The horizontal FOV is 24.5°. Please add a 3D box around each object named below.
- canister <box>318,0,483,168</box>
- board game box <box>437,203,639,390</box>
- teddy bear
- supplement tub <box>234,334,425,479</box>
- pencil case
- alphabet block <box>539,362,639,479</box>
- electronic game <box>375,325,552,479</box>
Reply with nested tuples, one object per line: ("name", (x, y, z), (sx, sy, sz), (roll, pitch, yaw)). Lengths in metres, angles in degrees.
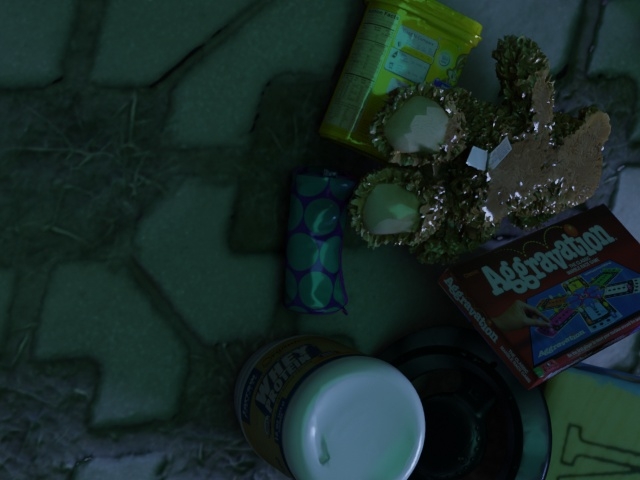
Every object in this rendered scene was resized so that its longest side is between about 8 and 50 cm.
("canister", (0.081, -0.166, 1.527), (0.126, 0.073, 0.169), (22, 89, -24))
("board game box", (0.260, 0.052, 1.544), (0.281, 0.027, 0.145), (-20, 63, -43))
("teddy bear", (0.153, -0.086, 1.504), (0.338, 0.113, 0.245), (-24, 124, -37))
("supplement tub", (0.002, 0.172, 1.464), (0.144, 0.200, 0.144), (-2, 96, -22))
("pencil case", (0.000, 0.000, 1.517), (0.070, 0.064, 0.151), (5, 95, 3))
("alphabet block", (0.311, 0.241, 1.569), (0.194, 0.192, 0.197), (13, 90, 8))
("electronic game", (0.130, 0.203, 1.524), (0.048, 0.229, 0.229), (12, 92, -61))
